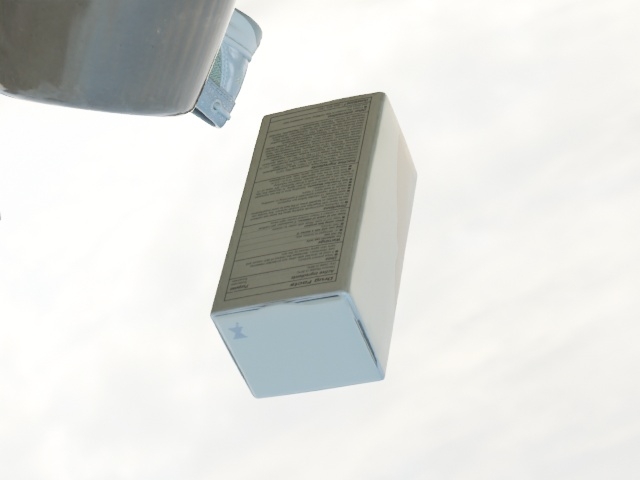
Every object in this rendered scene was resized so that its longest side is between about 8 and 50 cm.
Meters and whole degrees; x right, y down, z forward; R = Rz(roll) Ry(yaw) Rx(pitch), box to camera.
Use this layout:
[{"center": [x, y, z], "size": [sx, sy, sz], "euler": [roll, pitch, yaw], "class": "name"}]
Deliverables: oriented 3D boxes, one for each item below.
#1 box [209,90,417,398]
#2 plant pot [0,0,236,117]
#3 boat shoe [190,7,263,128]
[{"center": [0.000, 0.000, 1.855], "size": [0.148, 0.121, 0.311], "euler": [-9, -141, 20], "class": "box"}, {"center": [-0.151, -0.209, 1.296], "size": [0.263, 0.229, 0.263], "euler": [8, -172, -1], "class": "plant pot"}, {"center": [-0.208, -0.200, 1.629], "size": [0.118, 0.320, 0.103], "euler": [-1, -111, 67], "class": "boat shoe"}]
